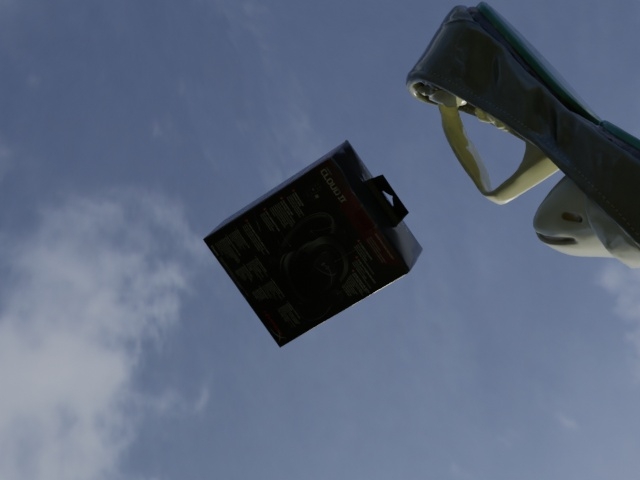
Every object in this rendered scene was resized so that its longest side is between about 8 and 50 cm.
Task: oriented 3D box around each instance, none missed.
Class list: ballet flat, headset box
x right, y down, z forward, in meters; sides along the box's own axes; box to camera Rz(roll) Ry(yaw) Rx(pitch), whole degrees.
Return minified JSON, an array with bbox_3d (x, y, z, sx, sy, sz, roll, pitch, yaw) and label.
[{"bbox_3d":[0.110,-0.031,0.563,0.068,0.213,0.072,-50,-43,11],"label":"ballet flat"},{"bbox_3d":[0.000,0.000,0.571,0.083,0.032,0.062,-33,-82,24],"label":"headset box"}]
